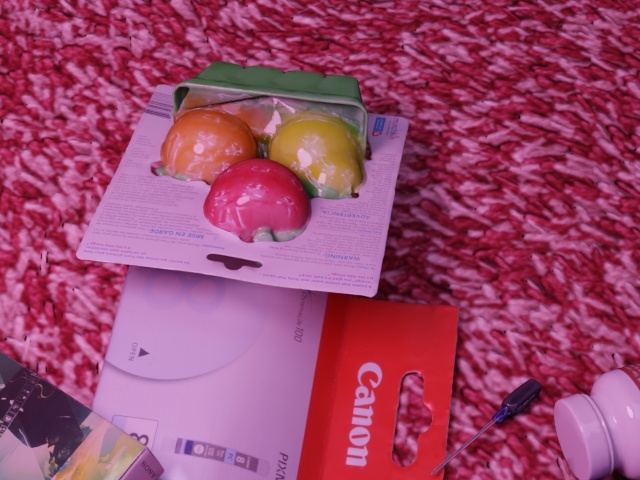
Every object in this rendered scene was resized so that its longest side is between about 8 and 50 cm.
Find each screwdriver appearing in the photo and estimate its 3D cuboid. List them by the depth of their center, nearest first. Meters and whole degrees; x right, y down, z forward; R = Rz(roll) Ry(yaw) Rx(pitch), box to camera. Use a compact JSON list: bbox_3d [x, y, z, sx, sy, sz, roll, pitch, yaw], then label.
[{"bbox_3d":[0.183,0.209,1.371,0.170,0.025,0.024,-38,64,-20],"label":"screwdriver"}]

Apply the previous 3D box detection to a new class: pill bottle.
[{"bbox_3d":[0.368,0.185,1.325,0.216,0.121,0.121,-15,58,-8],"label":"pill bottle"}]

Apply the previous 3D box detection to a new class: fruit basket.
[{"bbox_3d":[-0.074,-0.060,1.432,0.326,0.165,0.353,7,44,5],"label":"fruit basket"}]

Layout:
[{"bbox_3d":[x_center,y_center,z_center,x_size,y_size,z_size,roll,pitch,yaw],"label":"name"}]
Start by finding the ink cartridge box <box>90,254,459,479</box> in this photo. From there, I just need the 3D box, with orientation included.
[{"bbox_3d":[-0.048,0.162,1.366,0.384,0.091,0.308,6,57,6],"label":"ink cartridge box"}]

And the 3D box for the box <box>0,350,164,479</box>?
[{"bbox_3d":[-0.350,0.240,1.266,0.322,0.058,0.232,26,65,30],"label":"box"}]
